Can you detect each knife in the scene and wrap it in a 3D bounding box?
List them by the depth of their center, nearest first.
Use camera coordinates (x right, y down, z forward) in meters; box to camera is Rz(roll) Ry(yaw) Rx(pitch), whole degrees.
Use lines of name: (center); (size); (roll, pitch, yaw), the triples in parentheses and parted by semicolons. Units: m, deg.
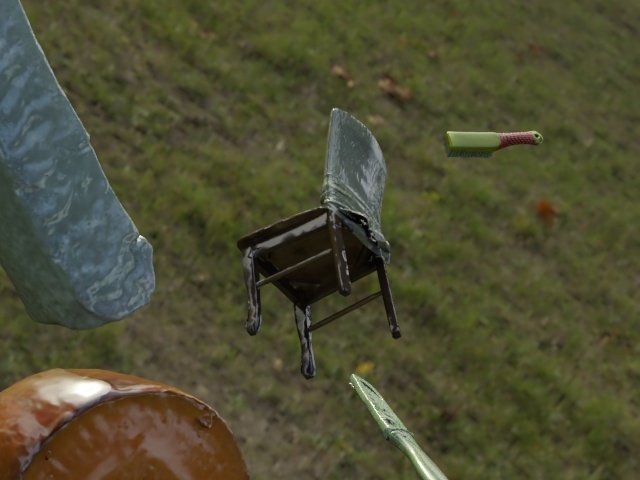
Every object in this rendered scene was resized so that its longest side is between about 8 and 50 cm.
knife: (0.081, 0.196, 1.374); (0.043, 0.019, 0.293); (29, 9, -24)

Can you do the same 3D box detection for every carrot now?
carrot: (-0.183, 0.246, 1.221); (0.100, 0.258, 0.307); (24, -28, 48)

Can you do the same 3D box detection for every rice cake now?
rice cake: (-0.148, -0.045, 0.698); (0.069, 0.206, 0.063); (8, 38, 48)

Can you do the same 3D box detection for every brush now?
brush: (0.146, -0.081, 1.190); (0.083, 0.021, 0.018); (-4, 55, -9)

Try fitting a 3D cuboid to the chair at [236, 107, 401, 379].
chair: (0.000, 0.000, 1.910); (0.160, 0.186, 0.319); (42, 31, -41)
